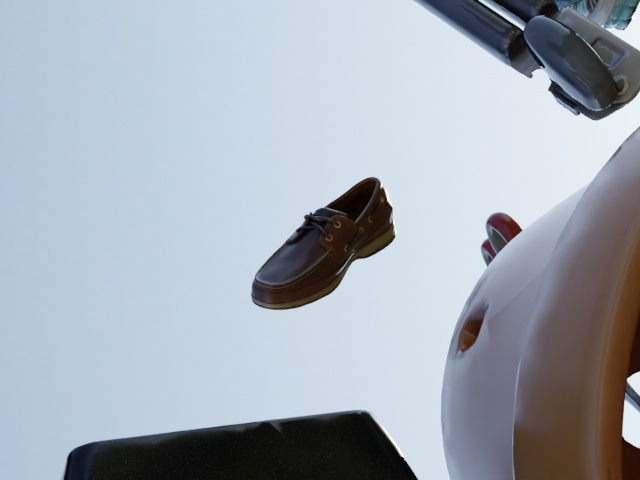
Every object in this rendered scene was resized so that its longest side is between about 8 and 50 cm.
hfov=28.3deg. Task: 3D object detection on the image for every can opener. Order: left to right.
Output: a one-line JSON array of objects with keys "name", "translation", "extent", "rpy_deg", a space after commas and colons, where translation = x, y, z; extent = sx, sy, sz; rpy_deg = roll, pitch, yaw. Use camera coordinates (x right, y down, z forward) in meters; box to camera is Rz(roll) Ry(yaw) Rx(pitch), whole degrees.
[{"name": "can opener", "translation": [0.170, -0.199, 1.110], "extent": [0.074, 0.280, 0.093], "rpy_deg": [-46, -37, -2]}]

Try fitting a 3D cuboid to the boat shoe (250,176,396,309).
[{"name": "boat shoe", "translation": [0.001, 0.000, 1.092], "extent": [0.178, 0.064, 0.060], "rpy_deg": [-36, -48, -42]}]

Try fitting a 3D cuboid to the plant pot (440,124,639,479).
[{"name": "plant pot", "translation": [0.178, 0.070, 0.493], "extent": [0.291, 0.203, 0.290], "rpy_deg": [1, -93, -20]}]

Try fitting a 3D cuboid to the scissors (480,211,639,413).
[{"name": "scissors", "translation": [0.205, 0.092, 0.928], "extent": [0.021, 0.297, 0.109], "rpy_deg": [-31, -31, -10]}]

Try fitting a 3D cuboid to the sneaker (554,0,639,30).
[{"name": "sneaker", "translation": [0.269, -0.352, 1.226], "extent": [0.110, 0.122, 0.283], "rpy_deg": [-73, -8, -85]}]

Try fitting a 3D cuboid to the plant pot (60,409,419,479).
[{"name": "plant pot", "translation": [-0.036, 0.173, 0.519], "extent": [0.188, 0.187, 0.167], "rpy_deg": [-5, -116, -19]}]
